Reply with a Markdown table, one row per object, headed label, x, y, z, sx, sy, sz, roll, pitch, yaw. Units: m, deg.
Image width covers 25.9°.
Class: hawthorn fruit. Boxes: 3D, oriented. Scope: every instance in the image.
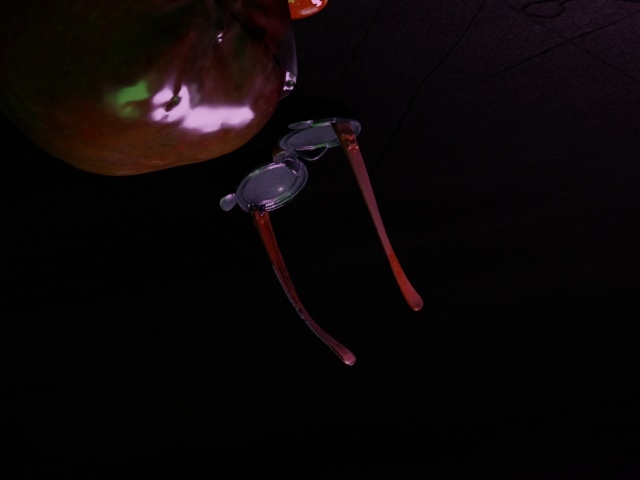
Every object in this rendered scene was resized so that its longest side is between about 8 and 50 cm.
| label | x | y | z | sx | sy | sz | roll | pitch | yaw |
| --- | --- | --- | --- | --- | --- | --- | --- | --- | --- |
| hawthorn fruit | -0.188 | -0.195 | 1.283 | 0.308 | 0.308 | 0.324 | 21 | 131 | -37 |

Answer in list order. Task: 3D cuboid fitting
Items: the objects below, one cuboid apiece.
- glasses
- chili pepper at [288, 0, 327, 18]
| label | x | y | z | sx | sy | sz | roll | pitch | yaw |
| --- | --- | --- | --- | --- | --- | --- | --- | --- | --- |
| glasses | 0.000 | 0.000 | 1.691 | 0.118 | 0.268 | 0.234 | -5 | 156 | -37 |
| chili pepper | -0.070 | -0.251 | 1.431 | 0.272 | 0.063 | 0.071 | -10 | 138 | 19 |
